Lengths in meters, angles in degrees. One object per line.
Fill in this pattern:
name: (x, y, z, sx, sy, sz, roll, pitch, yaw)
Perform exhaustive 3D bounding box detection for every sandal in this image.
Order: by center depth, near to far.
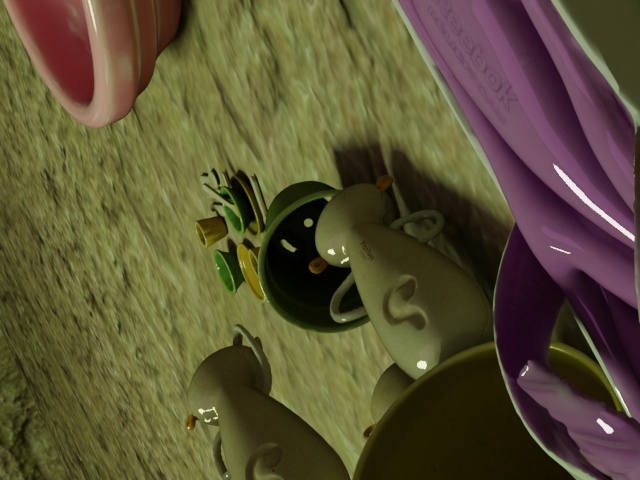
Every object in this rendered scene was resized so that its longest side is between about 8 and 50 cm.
sandal: (0.105, 0.029, 0.578, 0.416, 0.102, 0.169, 61, 162, 22)

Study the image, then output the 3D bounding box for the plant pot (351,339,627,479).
plant pot: (0.093, 0.125, 0.725, 0.095, 0.134, 0.134, 49, 178, -39)

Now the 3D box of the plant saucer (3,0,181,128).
plant saucer: (-0.186, -0.247, 1.160, 0.332, 0.084, 0.332, 56, 160, 33)

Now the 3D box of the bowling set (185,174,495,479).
bowling set: (0.016, 0.135, 0.872, 0.200, 0.287, 0.154, 39, -173, -36)

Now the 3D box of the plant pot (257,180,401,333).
plant pot: (0.000, 0.000, 0.928, 0.079, 0.083, 0.083, -119, 13, -69)

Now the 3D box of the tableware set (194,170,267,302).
tableware set: (-0.063, 0.002, 1.193, 0.154, 0.024, 0.104, 9, 120, 70)
